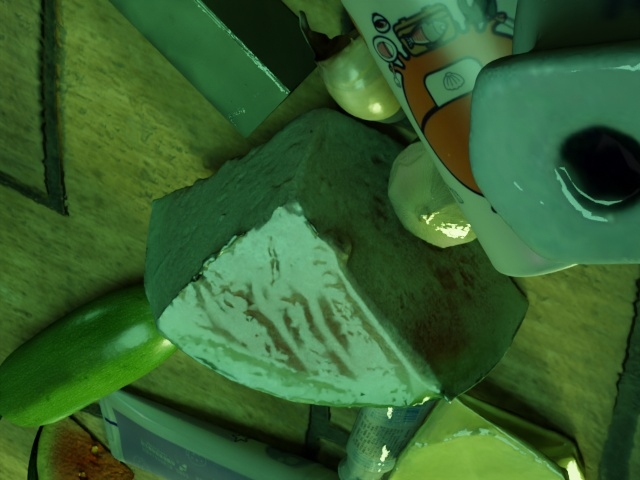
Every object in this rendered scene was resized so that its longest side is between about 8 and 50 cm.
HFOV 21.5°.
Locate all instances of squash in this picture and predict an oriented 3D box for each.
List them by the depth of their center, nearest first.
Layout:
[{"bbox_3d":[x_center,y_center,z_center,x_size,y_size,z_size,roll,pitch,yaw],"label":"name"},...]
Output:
[{"bbox_3d":[-0.280,0.139,1.936,0.395,0.107,0.107,-28,105,45],"label":"squash"}]

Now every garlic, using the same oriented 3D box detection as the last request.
[{"bbox_3d":[0.040,-0.157,1.463,0.099,0.174,0.124,-20,98,16],"label":"garlic"}]

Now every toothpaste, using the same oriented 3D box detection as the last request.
[{"bbox_3d":[0.076,0.180,1.755,0.089,0.057,0.234,6,138,-17],"label":"toothpaste"},{"bbox_3d":[-0.117,0.258,1.943,0.371,0.080,0.125,15,130,31],"label":"toothpaste"}]

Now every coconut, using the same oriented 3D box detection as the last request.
[{"bbox_3d":[0.116,-0.049,1.504,0.110,0.124,0.110,13,125,19],"label":"coconut"}]

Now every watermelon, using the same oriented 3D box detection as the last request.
[{"bbox_3d":[0.000,0.000,1.581,0.387,0.228,0.258,18,122,16],"label":"watermelon"},{"bbox_3d":[-0.317,0.318,2.100,0.137,0.193,0.145,7,149,-31],"label":"watermelon"}]

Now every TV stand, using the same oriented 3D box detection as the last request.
[{"bbox_3d":[-0.124,-0.229,1.561,0.269,0.083,0.088,45,138,-4],"label":"TV stand"}]

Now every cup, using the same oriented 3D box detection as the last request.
[{"bbox_3d":[0.153,-0.160,1.337,0.212,0.212,0.317,-19,109,42],"label":"cup"}]

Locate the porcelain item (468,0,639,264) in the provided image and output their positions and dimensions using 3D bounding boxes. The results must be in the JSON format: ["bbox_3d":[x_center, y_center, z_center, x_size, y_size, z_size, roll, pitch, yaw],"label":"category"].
[{"bbox_3d":[0.262,-0.146,1.131,0.243,0.405,0.178,-3,119,35],"label":"porcelain item"}]

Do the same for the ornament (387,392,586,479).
[{"bbox_3d":[0.156,0.220,1.710,0.201,0.059,0.180,-8,121,28],"label":"ornament"}]
